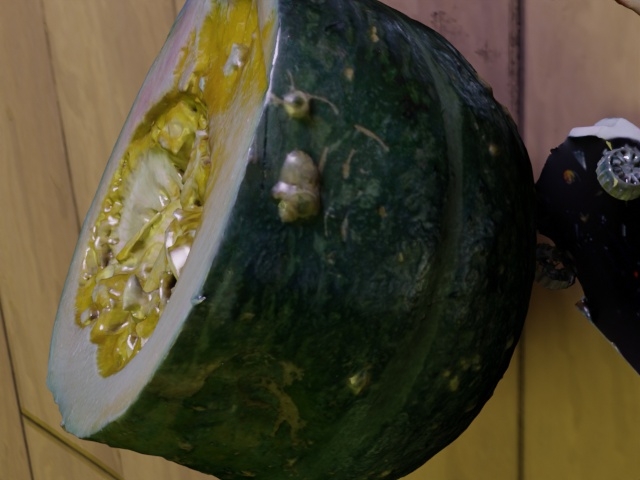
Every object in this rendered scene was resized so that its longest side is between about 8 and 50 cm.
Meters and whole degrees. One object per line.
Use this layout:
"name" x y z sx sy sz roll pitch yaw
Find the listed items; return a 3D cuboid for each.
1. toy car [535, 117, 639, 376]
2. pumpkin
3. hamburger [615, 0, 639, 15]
"toy car" 0.176 0.032 0.810 0.205 0.056 0.095 50 144 17
"pumpkin" 0.000 0.000 0.872 0.263 0.197 0.293 -71 20 5
"hamburger" 0.145 -0.142 0.629 0.116 0.173 0.210 -53 56 21
